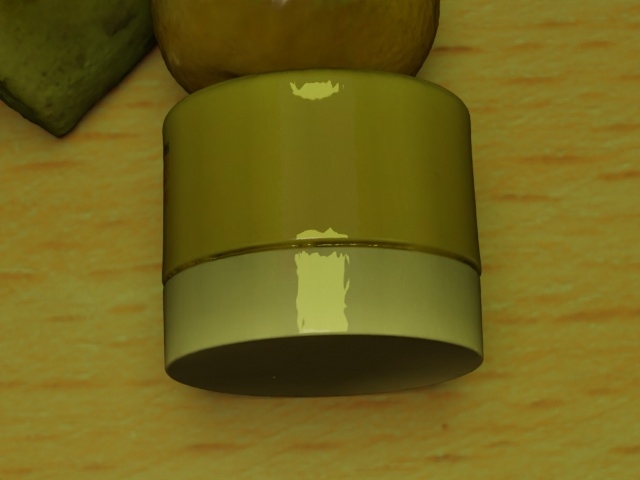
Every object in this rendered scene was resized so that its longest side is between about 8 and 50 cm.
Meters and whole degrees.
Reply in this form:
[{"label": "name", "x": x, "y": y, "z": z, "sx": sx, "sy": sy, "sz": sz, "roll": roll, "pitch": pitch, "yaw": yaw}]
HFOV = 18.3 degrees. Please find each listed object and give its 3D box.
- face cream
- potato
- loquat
[{"label": "face cream", "x": 0.000, "y": 0.000, "z": 1.361, "sx": 0.218, "sy": 0.218, "sz": 0.179, "roll": -2, "pitch": 75, "yaw": 0}, {"label": "potato", "x": -0.240, "y": -0.284, "z": 1.439, "sx": 0.330, "sy": 0.213, "sz": 0.280, "roll": 37, "pitch": 80, "yaw": 7}, {"label": "loquat", "x": -0.018, "y": -0.178, "z": 1.423, "sx": 0.213, "sy": 0.213, "sz": 0.213, "roll": 0, "pitch": 76, "yaw": 0}]
